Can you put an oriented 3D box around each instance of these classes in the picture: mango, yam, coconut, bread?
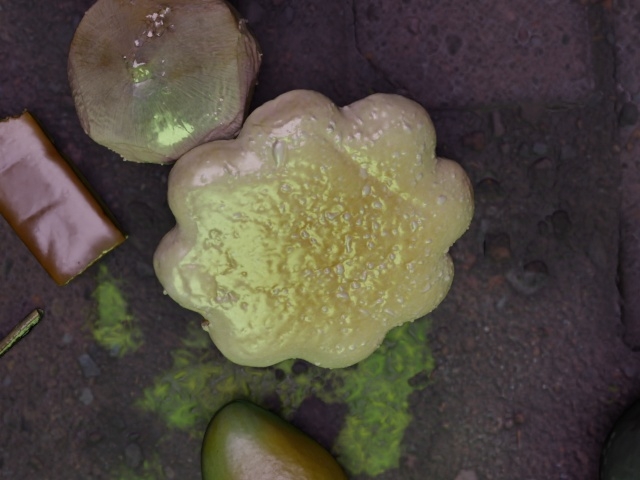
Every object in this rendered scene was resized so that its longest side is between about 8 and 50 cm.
[{"bbox_3d":[-0.042,0.243,1.471,0.130,0.092,0.195,-31,90,6],"label":"mango"},{"bbox_3d":[-0.317,0.107,1.503,0.107,0.014,0.014,-44,93,5],"label":"yam"},{"bbox_3d":[-0.145,-0.156,1.383,0.194,0.194,0.194,0,96,2],"label":"coconut"},{"bbox_3d":[-0.289,-0.067,1.468,0.088,0.049,0.226,-36,93,5],"label":"bread"},{"bbox_3d":[0.000,0.000,1.401,0.316,0.054,0.316,-7,121,-12],"label":"bread"}]

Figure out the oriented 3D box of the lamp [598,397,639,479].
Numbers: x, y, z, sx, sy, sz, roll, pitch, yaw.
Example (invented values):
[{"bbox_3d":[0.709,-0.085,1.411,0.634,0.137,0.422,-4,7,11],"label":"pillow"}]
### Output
[{"bbox_3d":[0.386,0.279,1.431,0.182,0.182,0.314,-29,106,4],"label":"lamp"}]
